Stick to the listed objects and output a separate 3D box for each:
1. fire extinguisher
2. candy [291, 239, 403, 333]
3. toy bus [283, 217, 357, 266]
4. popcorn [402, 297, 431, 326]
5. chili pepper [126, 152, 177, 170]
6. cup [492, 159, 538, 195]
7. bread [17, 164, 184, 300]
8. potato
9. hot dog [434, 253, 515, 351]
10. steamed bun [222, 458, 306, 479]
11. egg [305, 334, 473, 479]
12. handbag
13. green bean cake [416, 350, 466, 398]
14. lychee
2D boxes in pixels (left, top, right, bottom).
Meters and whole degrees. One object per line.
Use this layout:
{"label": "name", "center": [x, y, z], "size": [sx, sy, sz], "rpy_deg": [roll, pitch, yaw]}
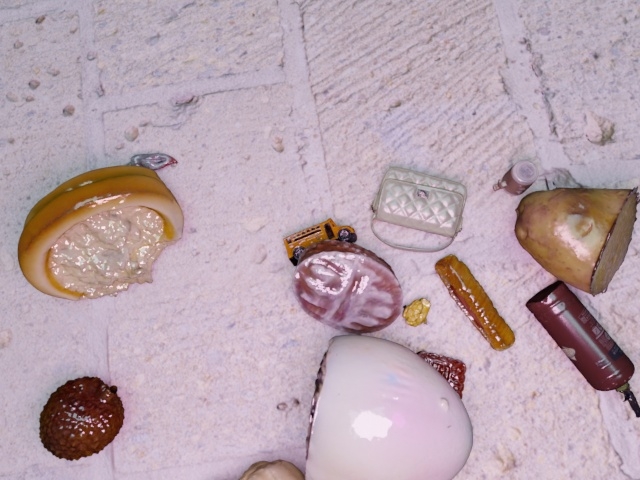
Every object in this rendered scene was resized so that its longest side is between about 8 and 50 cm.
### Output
{"label": "fire extinguisher", "center": [0.668, 0.268, 1.169], "size": [0.114, 0.135, 0.337], "rpy_deg": [-44, 77, 30]}
{"label": "candy", "center": [0.067, 0.116, 1.202], "size": [0.289, 0.157, 0.214], "rpy_deg": [24, 110, -10]}
{"label": "toy bus", "center": [0.000, 0.000, 1.290], "size": [0.194, 0.083, 0.088], "rpy_deg": [-22, 67, 0]}
{"label": "popcorn", "center": [0.248, 0.187, 1.246], "size": [0.084, 0.084, 0.084], "rpy_deg": [-1, 77, 3]}
{"label": "chili pepper", "center": [-0.506, -0.233, 1.394], "size": [0.153, 0.041, 0.050], "rpy_deg": [-2, 119, 2]}
{"label": "cup", "center": [0.535, -0.175, 1.293], "size": [0.102, 0.099, 0.074], "rpy_deg": [8, 77, 5]}
{"label": "bread", "center": [-0.587, -0.022, 1.279], "size": [0.424, 0.329, 0.245], "rpy_deg": [-34, 37, -4]}
{"label": "potato", "center": [0.628, -0.026, 1.195], "size": [0.237, 0.288, 0.301], "rpy_deg": [22, 67, 41]}
{"label": "hot dog", "center": [0.410, 0.162, 1.241], "size": [0.083, 0.068, 0.289], "rpy_deg": [-32, 76, -11]}
{"label": "steamed bun", "center": [-0.119, 0.682, 1.063], "size": [0.372, 0.230, 0.325], "rpy_deg": [-33, 53, 6]}
{"label": "egg", "center": [0.161, 0.403, 1.043], "size": [0.340, 0.354, 0.354], "rpy_deg": [8, 78, 10]}
{"label": "handbag", "center": [0.268, -0.075, 1.299], "size": [0.256, 0.079, 0.219], "rpy_deg": [14, 82, 8]}
{"label": "green bean cake", "center": [0.299, 0.361, 1.206], "size": [0.136, 0.056, 0.135], "rpy_deg": [13, 79, 6]}
{"label": "lychee", "center": [-0.588, 0.436, 1.171], "size": [0.238, 0.200, 0.200], "rpy_deg": [-42, 78, 8]}
